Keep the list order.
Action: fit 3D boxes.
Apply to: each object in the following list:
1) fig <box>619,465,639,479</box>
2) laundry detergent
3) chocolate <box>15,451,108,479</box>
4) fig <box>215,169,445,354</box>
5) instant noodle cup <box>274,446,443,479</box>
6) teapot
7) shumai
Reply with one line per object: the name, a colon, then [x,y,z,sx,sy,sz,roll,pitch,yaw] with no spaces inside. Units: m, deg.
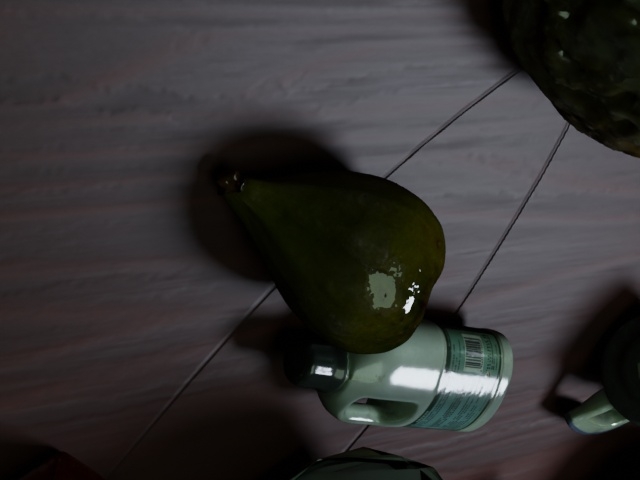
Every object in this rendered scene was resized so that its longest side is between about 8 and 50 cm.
fig: [0.375,0.325,1.660,0.195,0.195,0.245,-42,168,-7]
laundry detergent: [0.061,0.110,1.309,0.226,0.070,0.099,9,120,-43]
chocolate: [-0.228,0.301,1.188,0.235,0.108,0.237,-33,136,-17]
fig: [0.010,0.013,1.162,0.185,0.126,0.133,14,123,-48]
instant noodle cup: [0.041,0.300,1.318,0.240,0.240,0.178,-34,134,-15]
teapot: [0.326,0.148,1.524,0.149,0.111,0.108,-56,151,0]
shumai: [0.286,-0.161,1.132,0.217,0.283,0.346,-20,138,-20]
